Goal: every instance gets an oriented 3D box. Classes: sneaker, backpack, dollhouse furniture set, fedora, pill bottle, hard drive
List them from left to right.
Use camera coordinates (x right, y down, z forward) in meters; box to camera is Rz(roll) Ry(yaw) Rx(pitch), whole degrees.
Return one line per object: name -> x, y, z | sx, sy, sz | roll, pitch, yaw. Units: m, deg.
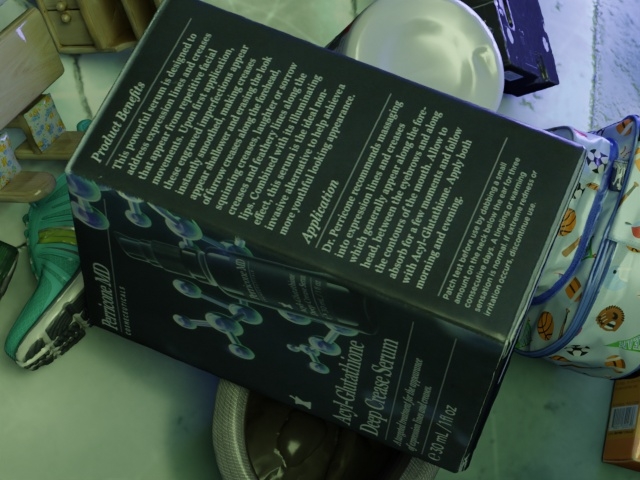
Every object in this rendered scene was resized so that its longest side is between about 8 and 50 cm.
dollhouse furniture set -> -0.253, -0.182, 1.492 | 0.242, 0.161, 0.212 | -52, 134, -42
sneaker -> -0.250, 0.002, 1.567 | 0.110, 0.107, 0.275 | 21, 69, 6
fedora -> 0.000, 0.180, 1.587 | 0.243, 0.124, 0.275 | 29, 68, -12
pill bottle -> 0.059, -0.136, 1.576 | 0.161, 0.283, 0.161 | 3, 80, -17
hard drive -> 0.164, -0.330, 1.683 | 0.064, 0.237, 0.339 | -15, 86, 20
backpack -> 0.283, 0.009, 1.647 | 0.213, 0.276, 0.263 | 12, 84, -11

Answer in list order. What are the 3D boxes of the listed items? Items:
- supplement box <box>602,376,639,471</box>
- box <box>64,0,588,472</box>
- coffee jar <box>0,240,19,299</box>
supplement box -> 0.382, 0.142, 1.745 | 0.078, 0.080, 0.233 | 17, 78, -15
box -> 0.000, 0.000, 1.408 | 0.395, 0.293, 0.212 | 22, 62, 9
coffee jar -> -0.389, 0.015, 1.498 | 0.184, 0.096, 0.079 | 25, 43, -8
